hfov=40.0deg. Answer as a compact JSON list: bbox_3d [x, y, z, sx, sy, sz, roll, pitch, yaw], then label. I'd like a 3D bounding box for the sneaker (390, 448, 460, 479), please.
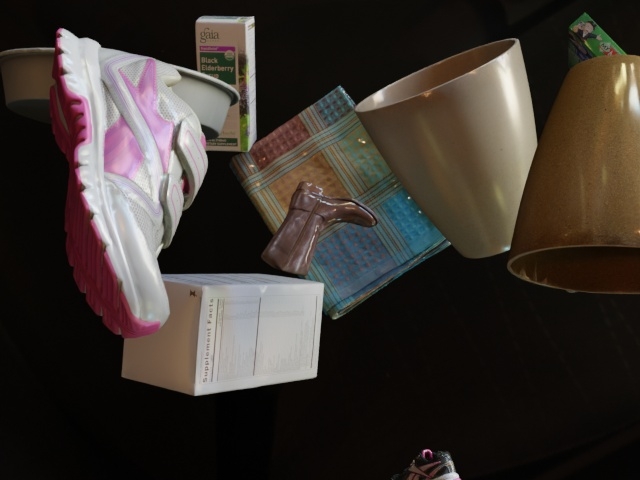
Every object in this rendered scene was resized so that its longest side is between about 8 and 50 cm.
[{"bbox_3d":[0.203,0.445,1.706,0.072,0.178,0.077,4,70,-38],"label":"sneaker"}]

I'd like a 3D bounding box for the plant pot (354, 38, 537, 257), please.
[{"bbox_3d":[0.221,-0.123,1.316,0.256,0.256,0.274,-26,105,-4],"label":"plant pot"}]

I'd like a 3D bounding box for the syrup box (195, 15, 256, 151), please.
[{"bbox_3d":[-0.171,-0.289,1.613,0.093,0.096,0.237,2,111,5],"label":"syrup box"}]

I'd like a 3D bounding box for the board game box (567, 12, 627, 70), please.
[{"bbox_3d":[0.594,-0.330,1.798,0.046,0.317,0.213,-43,77,9],"label":"board game box"}]

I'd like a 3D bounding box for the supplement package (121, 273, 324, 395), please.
[{"bbox_3d":[-0.123,0.115,1.160,0.244,0.133,0.139,4,91,-53],"label":"supplement package"}]

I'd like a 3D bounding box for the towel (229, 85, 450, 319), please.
[{"bbox_3d":[0.030,-0.075,1.604,0.271,0.040,0.370,-34,72,0],"label":"towel"}]

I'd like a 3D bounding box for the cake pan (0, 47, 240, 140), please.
[{"bbox_3d":[-0.245,-0.168,1.062,0.293,0.293,0.054,7,87,-12],"label":"cake pan"}]

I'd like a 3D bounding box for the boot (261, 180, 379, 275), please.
[{"bbox_3d":[0.000,0.000,0.985,0.106,0.037,0.114,21,61,4],"label":"boot"}]

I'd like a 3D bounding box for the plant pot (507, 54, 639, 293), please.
[{"bbox_3d":[0.350,-0.083,1.059,0.237,0.237,0.255,8,75,-12],"label":"plant pot"}]

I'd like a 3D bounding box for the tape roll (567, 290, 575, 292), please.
[{"bbox_3d":[0.563,-0.027,1.794,0.169,0.246,0.246,-13,104,-1],"label":"tape roll"}]

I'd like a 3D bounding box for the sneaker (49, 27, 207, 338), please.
[{"bbox_3d":[-0.134,-0.050,0.658,0.111,0.103,0.252,-3,65,-23],"label":"sneaker"}]
